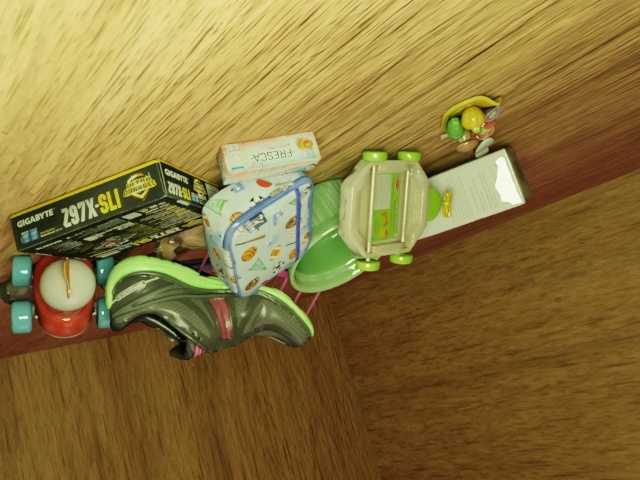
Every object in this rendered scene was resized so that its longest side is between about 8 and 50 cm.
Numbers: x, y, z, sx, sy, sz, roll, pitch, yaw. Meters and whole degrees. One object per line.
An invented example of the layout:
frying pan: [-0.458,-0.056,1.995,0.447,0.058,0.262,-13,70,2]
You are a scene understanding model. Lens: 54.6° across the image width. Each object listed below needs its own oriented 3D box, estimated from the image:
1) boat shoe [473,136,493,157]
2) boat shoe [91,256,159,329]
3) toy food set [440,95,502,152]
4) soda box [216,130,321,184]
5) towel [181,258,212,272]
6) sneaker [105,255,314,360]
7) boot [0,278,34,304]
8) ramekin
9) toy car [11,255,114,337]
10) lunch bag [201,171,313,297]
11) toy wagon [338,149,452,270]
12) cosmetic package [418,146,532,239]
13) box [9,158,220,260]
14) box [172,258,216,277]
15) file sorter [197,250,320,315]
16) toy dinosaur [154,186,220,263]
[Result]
boat shoe: [0.392,-0.237,1.515,0.046,0.038,0.125,-28,170,8]
boat shoe: [-0.488,0.125,1.560,0.123,0.123,0.342,11,-165,-43]
toy food set: [0.326,-0.237,1.318,0.128,0.071,0.218,-17,170,6]
soda box: [-0.097,-0.153,1.151,0.183,0.058,0.063,-12,169,-20]
towel: [-0.496,0.120,2.083,0.209,0.034,0.285,-5,163,-39]
sneaker: [-0.251,0.185,1.420,0.483,0.202,0.185,15,157,-17]
boot: [-0.694,0.114,1.622,0.161,0.083,0.246,-24,170,11]
ramekin: [0.026,-0.017,1.579,0.303,0.148,0.303,-24,151,-14]
toy car: [-0.553,0.085,1.353,0.219,0.210,0.238,1,155,-26]
lunch bag: [-0.117,-0.029,1.291,0.243,0.115,0.303,-34,155,-24]
toy wagon: [0.181,-0.076,1.454,0.344,0.267,0.068,-8,-164,-42]
cosmetic package: [0.358,-0.116,1.703,0.385,0.156,0.217,-22,180,26]
box: [-0.386,-0.048,1.219,0.322,0.079,0.257,-18,171,13]
box: [-0.411,0.098,1.791,0.225,0.036,0.136,20,-168,16]
file sorter: [-0.169,0.118,1.708,0.290,0.202,0.182,19,104,-44]
toy dinosaur: [-0.297,-0.015,1.429,0.200,0.127,0.296,-5,161,-21]
